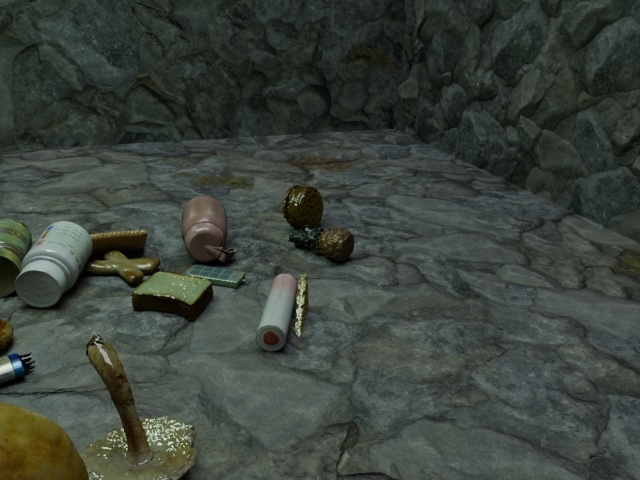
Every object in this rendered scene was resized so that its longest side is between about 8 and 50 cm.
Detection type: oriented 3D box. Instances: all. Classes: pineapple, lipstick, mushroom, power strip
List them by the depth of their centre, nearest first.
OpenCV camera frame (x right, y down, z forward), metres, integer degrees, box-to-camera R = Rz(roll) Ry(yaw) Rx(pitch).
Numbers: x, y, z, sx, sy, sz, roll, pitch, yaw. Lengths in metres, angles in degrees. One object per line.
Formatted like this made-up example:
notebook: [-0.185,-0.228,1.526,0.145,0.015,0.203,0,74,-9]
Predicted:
mushroom: [-0.398,0.377,1.253,0.208,0.302,0.233,-46,29,-18]
lipstick: [-0.126,0.207,1.899,0.087,0.087,0.327,4,23,3]
power strip: [-0.348,0.121,2.141,0.226,0.029,0.080,8,24,10]
pineapple: [0.000,0.001,2.361,0.247,0.128,0.128,12,24,31]

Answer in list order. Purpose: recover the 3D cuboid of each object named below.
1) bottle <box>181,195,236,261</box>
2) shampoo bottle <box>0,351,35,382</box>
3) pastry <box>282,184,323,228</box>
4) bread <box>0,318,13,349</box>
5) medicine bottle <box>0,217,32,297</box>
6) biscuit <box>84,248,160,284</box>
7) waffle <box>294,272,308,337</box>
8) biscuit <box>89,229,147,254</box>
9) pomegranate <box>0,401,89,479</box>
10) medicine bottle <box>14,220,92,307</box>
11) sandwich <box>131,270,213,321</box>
bottle: [-0.411,-0.032,2.330,0.206,0.173,0.297,32,14,-22]
shampoo bottle: [-0.810,0.327,1.579,0.183,0.050,0.087,-15,27,-36]
pastry: [-0.069,-0.136,2.580,0.103,0.189,0.188,6,22,30]
bread: [-0.928,0.263,1.703,0.193,0.064,0.193,3,17,-1]
medicine bottle: [-1.039,0.047,2.068,0.151,0.151,0.322,-4,24,-16]
biscuit: [-0.671,0.088,2.153,0.207,0.047,0.164,13,28,18]
waffle: [-0.059,0.192,1.906,0.032,0.125,0.191,3,21,4]
biscuit: [-0.743,0.011,2.240,0.249,0.030,0.160,-6,-19,-23]
pomegranate: [-0.562,0.432,1.007,0.409,0.410,0.410,3,23,-1]
medicine bottle: [-0.843,0.073,2.002,0.170,0.170,0.293,2,29,-2]
sandwich: [-0.456,0.168,1.976,0.214,0.065,0.186,7,23,10]
